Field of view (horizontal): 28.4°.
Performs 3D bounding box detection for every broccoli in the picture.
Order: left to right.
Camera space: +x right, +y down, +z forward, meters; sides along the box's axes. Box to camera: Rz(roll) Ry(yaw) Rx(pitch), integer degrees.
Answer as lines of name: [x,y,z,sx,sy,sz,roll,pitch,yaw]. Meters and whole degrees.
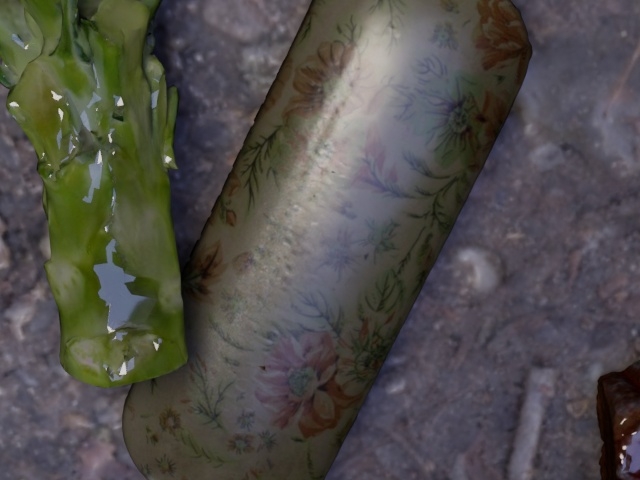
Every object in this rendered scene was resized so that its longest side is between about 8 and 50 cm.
broccoli: [-0.166,-0.095,0.779,0.252,0.221,0.362,10,84,-44]

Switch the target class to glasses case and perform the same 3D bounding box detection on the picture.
glasses case: [0.000,0.000,0.885,0.156,0.098,0.425,25,98,-4]

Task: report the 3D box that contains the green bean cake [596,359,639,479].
green bean cake: [0.278,0.204,0.960,0.198,0.097,0.233,-21,104,-1]
